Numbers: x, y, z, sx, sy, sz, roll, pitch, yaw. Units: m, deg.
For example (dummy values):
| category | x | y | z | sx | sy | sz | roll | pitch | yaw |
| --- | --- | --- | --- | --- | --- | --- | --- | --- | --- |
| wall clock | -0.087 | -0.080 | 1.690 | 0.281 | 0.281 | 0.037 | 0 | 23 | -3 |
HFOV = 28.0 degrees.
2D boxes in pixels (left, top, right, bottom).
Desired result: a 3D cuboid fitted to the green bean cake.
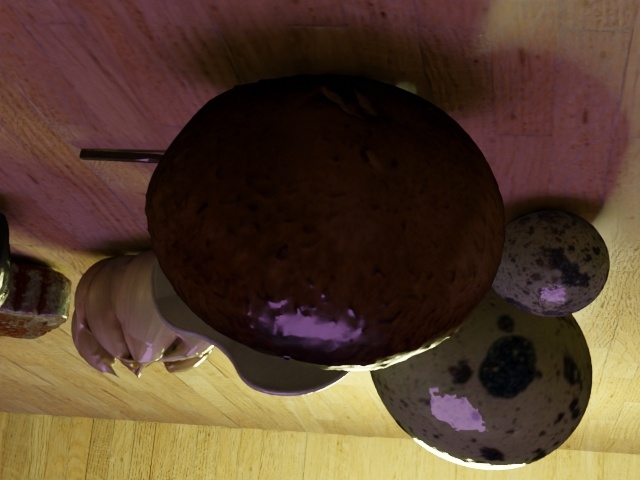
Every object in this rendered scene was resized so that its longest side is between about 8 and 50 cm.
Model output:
| category | x | y | z | sx | sy | sz | roll | pitch | yaw |
| --- | --- | --- | --- | --- | --- | --- | --- | --- | --- |
| green bean cake | -0.524 | 0.093 | 2.105 | 0.198 | 0.097 | 0.232 | 11 | 162 | -23 |

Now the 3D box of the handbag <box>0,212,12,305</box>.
| category | x | y | z | sx | sy | sz | roll | pitch | yaw |
| --- | --- | --- | --- | --- | --- | --- | --- | --- | --- |
| handbag | -0.551 | 0.028 | 1.765 | 0.254 | 0.181 | 0.181 | 11 | 161 | -8 |

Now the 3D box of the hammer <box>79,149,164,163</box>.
| category | x | y | z | sx | sy | sz | roll | pitch | yaw |
| --- | --- | --- | --- | --- | --- | --- | --- | --- | --- |
| hammer | -0.145 | -0.093 | 1.508 | 0.292 | 0.029 | 0.058 | 3 | 161 | 12 |

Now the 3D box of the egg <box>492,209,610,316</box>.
| category | x | y | z | sx | sy | sz | roll | pitch | yaw |
| --- | --- | --- | --- | --- | --- | --- | --- | --- | --- |
| egg | 0.275 | 0.028 | 1.588 | 0.132 | 0.132 | 0.172 | 21 | 167 | -41 |

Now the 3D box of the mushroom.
| category | x | y | z | sx | sy | sz | roll | pitch | yaw |
| --- | --- | --- | --- | --- | --- | --- | --- | --- | --- |
| mushroom | -0.016 | -0.008 | 1.266 | 0.331 | 0.334 | 0.356 | 17 | 143 | -23 |

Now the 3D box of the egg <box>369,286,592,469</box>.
| category | x | y | z | sx | sy | sz | roll | pitch | yaw |
| --- | --- | --- | --- | --- | --- | --- | --- | --- | --- |
| egg | 0.227 | 0.177 | 1.825 | 0.287 | 0.288 | 0.379 | -6 | 159 | 33 |

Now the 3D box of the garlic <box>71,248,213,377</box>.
| category | x | y | z | sx | sy | sz | roll | pitch | yaw |
| --- | --- | --- | --- | --- | --- | --- | --- | --- | --- |
| garlic | -0.260 | 0.107 | 1.910 | 0.281 | 0.203 | 0.185 | 4 | 145 | 17 |

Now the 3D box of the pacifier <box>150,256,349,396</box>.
| category | x | y | z | sx | sy | sz | roll | pitch | yaw |
| --- | --- | --- | --- | --- | --- | --- | --- | --- | --- |
| pacifier | -0.064 | 0.040 | 1.586 | 0.299 | 0.244 | 0.233 | 34 | 158 | 15 |
